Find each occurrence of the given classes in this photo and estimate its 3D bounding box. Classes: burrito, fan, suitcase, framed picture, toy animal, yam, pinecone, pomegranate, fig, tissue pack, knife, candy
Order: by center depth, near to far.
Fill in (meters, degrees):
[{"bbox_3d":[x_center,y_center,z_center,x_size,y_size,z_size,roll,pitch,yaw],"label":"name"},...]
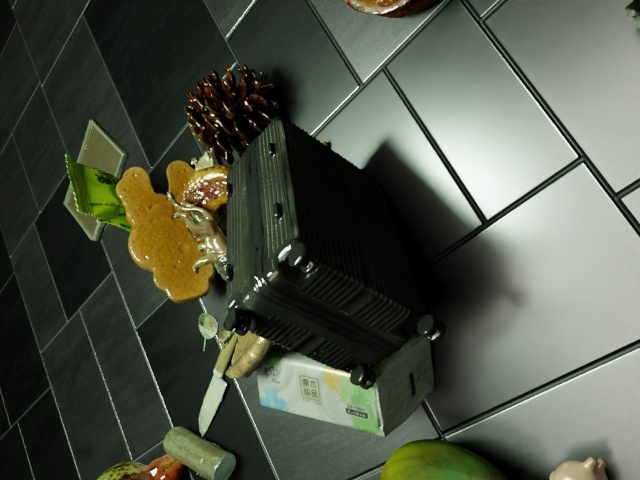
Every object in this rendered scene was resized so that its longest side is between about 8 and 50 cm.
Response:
[{"bbox_3d":[0.305,0.331,0.673,0.084,0.089,0.150,29,95,16],"label":"toy animal"},{"bbox_3d":[0.171,0.356,0.722,0.191,0.181,0.180,-26,76,37],"label":"fig"},{"bbox_3d":[0.000,0.000,0.734,0.152,0.230,0.335,-44,33,25],"label":"suitcase"},{"bbox_3d":[0.032,0.178,0.824,0.230,0.159,0.145,0,104,39],"label":"tissue pack"},{"bbox_3d":[-0.152,-0.238,0.972,0.165,0.163,0.163,-40,67,14],"label":"pinecone"},{"bbox_3d":[-0.210,0.001,0.980,0.086,0.069,0.219,-39,95,17],"label":"toy animal"},{"bbox_3d":[-0.208,-0.105,1.087,0.051,0.042,0.171,-35,69,25],"label":"burrito"},{"bbox_3d":[-0.208,0.290,1.114,0.047,0.017,0.297,32,110,25],"label":"knife"},{"bbox_3d":[-0.251,0.445,1.121,0.169,0.068,0.068,10,97,38],"label":"yam"},{"bbox_3d":[-0.426,-0.078,1.139,0.069,0.246,0.149,-37,62,13],"label":"candy"},{"bbox_3d":[-0.245,0.187,1.147,0.060,0.003,0.080,49,118,26],"label":"fan"},{"bbox_3d":[-0.376,0.555,1.166,0.214,0.214,0.248,34,74,32],"label":"pomegranate"},{"bbox_3d":[-0.582,-0.154,1.384,0.189,0.023,0.259,39,114,30],"label":"framed picture"}]

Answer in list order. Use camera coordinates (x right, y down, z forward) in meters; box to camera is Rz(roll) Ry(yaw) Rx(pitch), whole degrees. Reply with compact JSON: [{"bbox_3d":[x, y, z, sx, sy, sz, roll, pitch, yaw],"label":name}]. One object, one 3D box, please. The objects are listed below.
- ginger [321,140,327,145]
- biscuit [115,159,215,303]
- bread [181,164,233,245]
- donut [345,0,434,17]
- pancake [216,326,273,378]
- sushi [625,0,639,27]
[{"bbox_3d":[-0.029,-0.148,0.952,0.097,0.030,0.048,-43,68,29],"label":"ginger"},{"bbox_3d":[-0.297,-0.018,1.086,0.044,0.186,0.295,122,135,-70],"label":"biscuit"},{"bbox_3d":[-0.175,-0.050,1.014,0.193,0.064,0.193,8,118,16],"label":"bread"},{"bbox_3d":[0.098,-0.411,0.812,0.141,0.085,0.217,-44,65,31],"label":"donut"},{"bbox_3d":[-0.109,0.110,0.912,0.286,0.033,0.288,-46,23,38],"label":"pancake"},{"bbox_3d":[0.408,-0.232,0.577,0.150,0.091,0.078,52,123,22],"label":"sushi"}]
